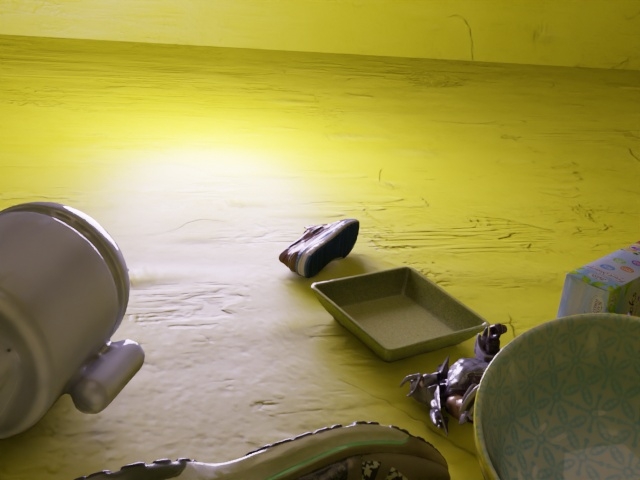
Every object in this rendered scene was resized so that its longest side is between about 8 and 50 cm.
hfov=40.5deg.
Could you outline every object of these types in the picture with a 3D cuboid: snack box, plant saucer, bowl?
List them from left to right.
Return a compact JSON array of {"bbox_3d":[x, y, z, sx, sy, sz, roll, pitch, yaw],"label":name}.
[{"bbox_3d":[0.109,0.109,1.232,0.188,0.045,0.188,-9,31,-33],"label":"plant saucer"},{"bbox_3d":[0.394,0.108,1.173,0.207,0.174,0.070,-17,32,-41],"label":"snack box"},{"bbox_3d":[0.294,0.230,0.866,0.290,0.156,0.289,-2,43,2],"label":"bowl"}]

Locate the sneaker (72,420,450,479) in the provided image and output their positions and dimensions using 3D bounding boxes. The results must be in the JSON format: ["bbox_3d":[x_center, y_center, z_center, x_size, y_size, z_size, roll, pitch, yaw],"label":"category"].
[{"bbox_3d":[-0.047,0.283,0.760,0.411,0.158,0.182,-4,59,-30],"label":"sneaker"}]

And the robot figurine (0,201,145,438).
[{"bbox_3d":[-0.340,0.079,0.962,0.300,0.199,0.353,37,26,-4],"label":"robot figurine"}]

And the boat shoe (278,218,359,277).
[{"bbox_3d":[0.000,0.000,1.405,0.066,0.066,0.183,20,27,26],"label":"boat shoe"}]

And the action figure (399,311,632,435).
[{"bbox_3d":[0.236,0.162,1.044,0.285,0.099,0.185,-7,25,14],"label":"action figure"}]
